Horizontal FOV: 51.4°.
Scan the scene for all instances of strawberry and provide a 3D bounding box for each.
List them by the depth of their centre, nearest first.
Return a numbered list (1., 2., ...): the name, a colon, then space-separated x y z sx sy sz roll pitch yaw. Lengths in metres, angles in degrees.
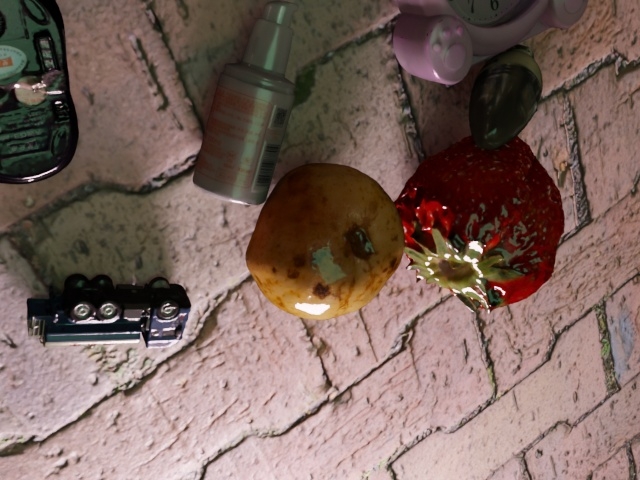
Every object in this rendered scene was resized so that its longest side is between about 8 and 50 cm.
1. strawberry: 0.251 -0.042 1.011 0.277 0.257 0.257 -46 127 -27

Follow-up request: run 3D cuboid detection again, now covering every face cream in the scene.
1. face cream: -0.084 -0.176 0.839 0.101 0.101 0.252 9 106 -31

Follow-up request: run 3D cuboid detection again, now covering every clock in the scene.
1. clock: 0.209 -0.403 0.890 0.295 0.113 0.322 -28 121 -15

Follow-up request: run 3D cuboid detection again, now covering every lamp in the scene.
1. lamp: 0.269 -0.211 0.967 0.101 0.101 0.250 62 38 -33

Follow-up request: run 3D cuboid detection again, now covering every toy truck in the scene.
1. toy truck: -0.276 0.100 0.874 0.201 0.074 0.088 3 115 -29

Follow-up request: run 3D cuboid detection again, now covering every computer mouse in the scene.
1. computer mouse: -0.337 -0.176 0.707 0.137 0.096 0.233 -9 120 -19

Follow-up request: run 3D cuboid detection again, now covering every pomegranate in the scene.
1. pomegranate: 0.000 0.000 0.908 0.215 0.215 0.216 -11 116 -24
